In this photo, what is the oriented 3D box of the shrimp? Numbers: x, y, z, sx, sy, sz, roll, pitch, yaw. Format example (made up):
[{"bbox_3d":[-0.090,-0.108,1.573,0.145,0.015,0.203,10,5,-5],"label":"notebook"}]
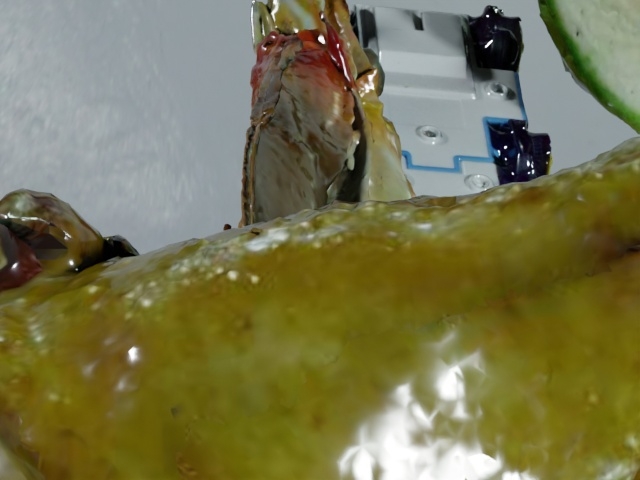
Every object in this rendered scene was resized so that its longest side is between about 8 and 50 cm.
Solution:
[{"bbox_3d":[0.001,0.000,0.602,0.062,0.294,0.154,-19,139,11],"label":"shrimp"}]

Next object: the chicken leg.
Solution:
[{"bbox_3d":[0.011,0.073,0.417,0.361,0.140,0.211,-16,99,14],"label":"chicken leg"}]

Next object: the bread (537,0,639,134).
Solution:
[{"bbox_3d":[0.293,-0.269,1.324,0.382,0.129,0.366,36,116,13],"label":"bread"}]

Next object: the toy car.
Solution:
[{"bbox_3d":[0.073,-0.080,1.452,0.198,0.314,0.166,3,132,-8],"label":"toy car"}]
